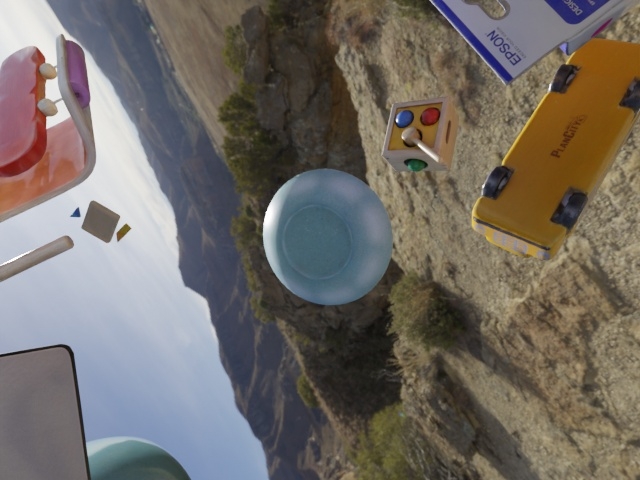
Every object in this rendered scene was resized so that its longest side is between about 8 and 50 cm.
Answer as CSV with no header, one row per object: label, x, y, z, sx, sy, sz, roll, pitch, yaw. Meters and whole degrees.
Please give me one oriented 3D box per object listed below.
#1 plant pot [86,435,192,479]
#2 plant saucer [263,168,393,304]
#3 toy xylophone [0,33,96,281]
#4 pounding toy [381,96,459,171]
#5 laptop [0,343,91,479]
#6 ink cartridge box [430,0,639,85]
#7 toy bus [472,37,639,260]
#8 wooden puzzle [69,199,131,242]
plant pot,-0.277,0.374,0.514,0.291,0.289,0.195,64,176,-15
plant saucer,0.000,0.000,0.556,0.195,0.194,0.037,61,-158,2
toy xylophone,-0.321,-0.045,0.337,0.236,0.322,0.081,48,167,36
pounding toy,0.184,-0.183,0.734,0.129,0.141,0.100,5,166,36
laptop,-0.224,0.220,0.087,0.236,0.381,0.409,-39,64,40
ink cartridge box,0.261,-0.306,0.363,0.176,0.370,0.069,55,-176,12
toy bus,0.330,-0.121,0.539,0.108,0.333,0.130,29,167,30
wooden puzzle,-0.459,-0.039,0.848,0.116,0.079,0.014,38,-160,-9
